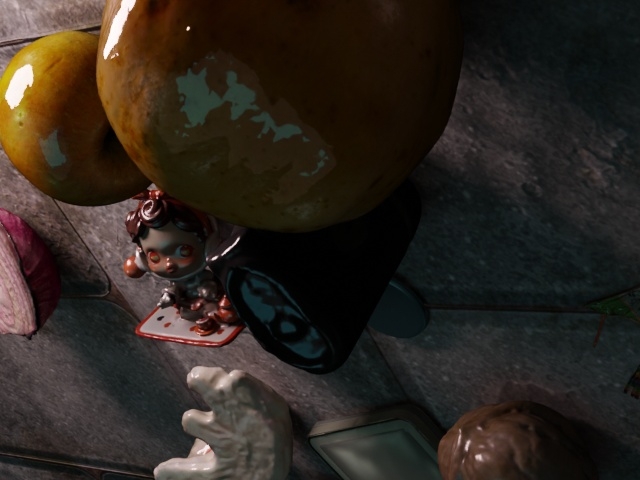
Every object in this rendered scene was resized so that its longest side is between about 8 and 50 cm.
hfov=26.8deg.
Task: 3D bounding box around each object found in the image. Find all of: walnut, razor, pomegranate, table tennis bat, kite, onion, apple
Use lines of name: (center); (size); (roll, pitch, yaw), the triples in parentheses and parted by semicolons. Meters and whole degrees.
walnut: (0.268, 0.319, 1.825); (0.224, 0.224, 0.224); (23, 143, 19)
razor: (-0.001, 0.000, 1.562); (0.113, 0.349, 0.204); (-32, 106, 36)
pomegranate: (-0.055, -0.175, 1.359); (0.410, 0.410, 0.410); (23, 143, 19)
table tennis bat: (0.074, 0.063, 1.834); (0.124, 0.033, 0.201); (0, 134, 38)
kite: (0.410, 0.123, 1.635); (0.198, 0.006, 0.244); (22, 142, 19)
onion: (-0.511, 0.034, 2.252); (0.250, 0.111, 0.247); (-1, 108, 55)
apple: (-0.311, -0.161, 1.756); (0.207, 0.237, 0.237); (25, 147, 45)

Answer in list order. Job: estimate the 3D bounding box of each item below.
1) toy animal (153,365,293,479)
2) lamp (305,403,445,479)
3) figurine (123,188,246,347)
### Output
toy animal: (-0.150, 0.315, 2.243); (0.266, 0.188, 0.308); (-17, 110, 25)
lamp: (0.138, 0.373, 2.123); (0.269, 0.047, 0.266); (48, 144, -17)
figurine: (-0.195, 0.010, 1.918); (0.183, 0.160, 0.226); (5, 126, 36)
